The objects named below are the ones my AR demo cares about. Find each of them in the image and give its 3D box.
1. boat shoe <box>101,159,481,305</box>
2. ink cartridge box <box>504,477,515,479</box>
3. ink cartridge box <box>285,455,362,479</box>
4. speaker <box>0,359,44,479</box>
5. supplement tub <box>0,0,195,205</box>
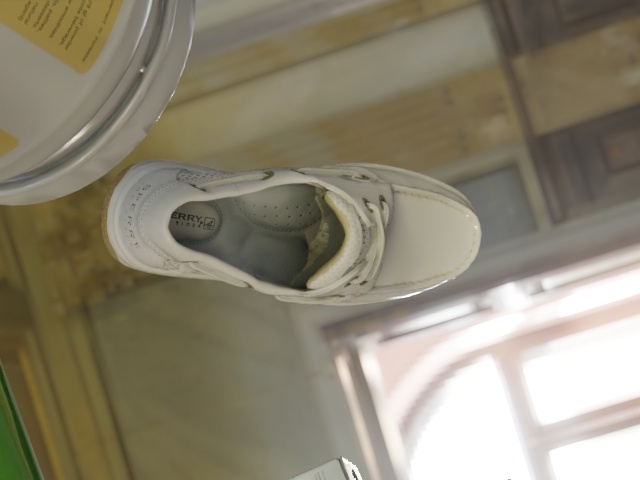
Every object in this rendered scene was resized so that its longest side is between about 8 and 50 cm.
[{"bbox_3d":[0.000,0.000,1.293,0.096,0.277,0.098,15,102,59],"label":"boat shoe"},{"bbox_3d":[0.185,0.337,1.540,0.306,0.226,0.131,32,-140,-25],"label":"ink cartridge box"},{"bbox_3d":[-0.024,0.216,1.524,0.052,0.122,0.088,66,-175,15],"label":"ink cartridge box"},{"bbox_3d":[-0.182,0.076,0.803,0.296,0.131,0.131,62,-179,40],"label":"speaker"},{"bbox_3d":[-0.231,-0.162,1.009,0.331,0.241,0.241,33,-141,-59],"label":"supplement tub"}]
